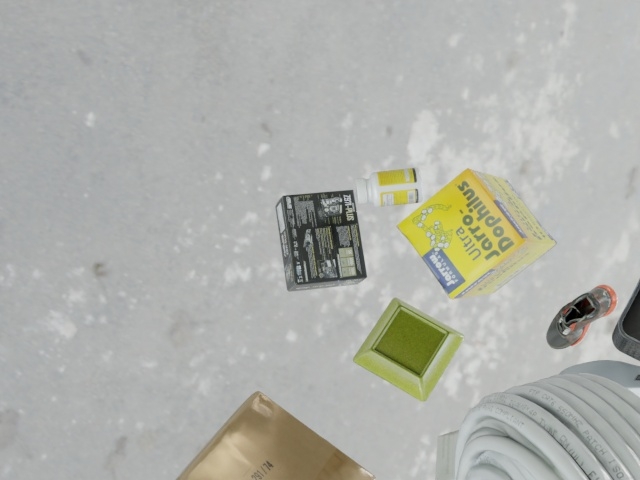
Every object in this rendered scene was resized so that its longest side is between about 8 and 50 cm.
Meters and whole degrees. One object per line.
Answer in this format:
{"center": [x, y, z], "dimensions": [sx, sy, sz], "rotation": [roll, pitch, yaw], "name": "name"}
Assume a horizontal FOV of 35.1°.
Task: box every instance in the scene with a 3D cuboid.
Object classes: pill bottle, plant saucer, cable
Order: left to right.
{"center": [0.123, -0.094, 1.823], "dimensions": [0.116, 0.065, 0.065], "rotation": [-6, 114, 0], "name": "pill bottle"}
{"center": [0.198, 0.231, 2.247], "dimensions": [0.188, 0.188, 0.045], "rotation": [-54, 163, -23], "name": "plant saucer"}
{"center": [0.150, 0.200, 0.534], "dimensions": [0.089, 0.257, 0.257], "rotation": [-15, 124, -11], "name": "cable"}

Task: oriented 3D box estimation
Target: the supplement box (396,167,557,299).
{"center": [0.341, -0.012, 2.157], "dimensions": [0.195, 0.194, 0.356], "rotation": [-41, 165, 18], "name": "supplement box"}

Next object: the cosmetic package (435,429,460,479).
{"center": [0.315, 0.496, 1.651], "dimensions": [0.197, 0.155, 0.365], "rotation": [-54, 124, -75], "name": "cosmetic package"}

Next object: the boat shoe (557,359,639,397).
{"center": [0.414, 0.205, 1.307], "dimensions": [0.080, 0.228, 0.076], "rotation": [-34, 113, -46], "name": "boat shoe"}

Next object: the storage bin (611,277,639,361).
{"center": [0.497, 0.121, 1.359], "dimensions": [0.122, 0.180, 0.084], "rotation": [-59, 162, -11], "name": "storage bin"}

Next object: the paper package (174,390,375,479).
{"center": [-0.102, 0.485, 1.846], "dimensions": [0.168, 0.309, 0.325], "rotation": [-57, 174, 31], "name": "paper package"}

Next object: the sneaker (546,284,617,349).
{"center": [0.388, 0.120, 1.569], "dimensions": [0.065, 0.061, 0.158], "rotation": [-9, 148, -35], "name": "sneaker"}

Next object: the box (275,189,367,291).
{"center": [0.000, 0.000, 1.979], "dimensions": [0.147, 0.077, 0.180], "rotation": [-6, 79, -15], "name": "box"}
